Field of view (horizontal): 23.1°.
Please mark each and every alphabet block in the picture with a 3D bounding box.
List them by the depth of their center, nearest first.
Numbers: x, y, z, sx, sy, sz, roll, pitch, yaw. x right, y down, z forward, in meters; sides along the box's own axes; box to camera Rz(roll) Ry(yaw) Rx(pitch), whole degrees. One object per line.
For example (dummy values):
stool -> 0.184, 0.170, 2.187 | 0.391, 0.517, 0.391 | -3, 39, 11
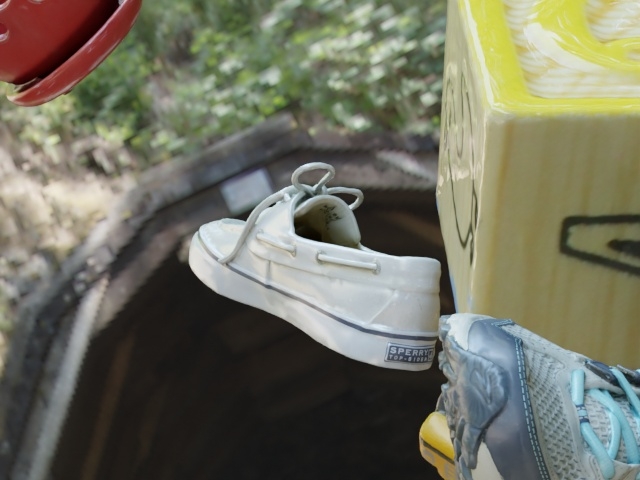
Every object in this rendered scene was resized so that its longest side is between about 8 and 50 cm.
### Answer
alphabet block -> 0.177, -0.051, 0.955 | 0.193, 0.192, 0.197 | -3, -51, -3

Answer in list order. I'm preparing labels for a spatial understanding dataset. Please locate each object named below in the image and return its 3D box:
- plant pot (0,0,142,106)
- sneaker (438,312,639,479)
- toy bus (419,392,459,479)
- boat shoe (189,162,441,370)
plant pot -> -0.280, -0.232, 1.471 | 0.191, 0.191, 0.174 | -34, -65, 18
sneaker -> 0.145, 0.092, 0.751 | 0.122, 0.110, 0.283 | -15, -23, 22
toy bus -> 0.233, 0.116, 1.465 | 0.333, 0.108, 0.130 | -45, -29, -24
boat shoe -> -0.006, 0.000, 1.531 | 0.136, 0.367, 0.156 | 6, -79, -33
